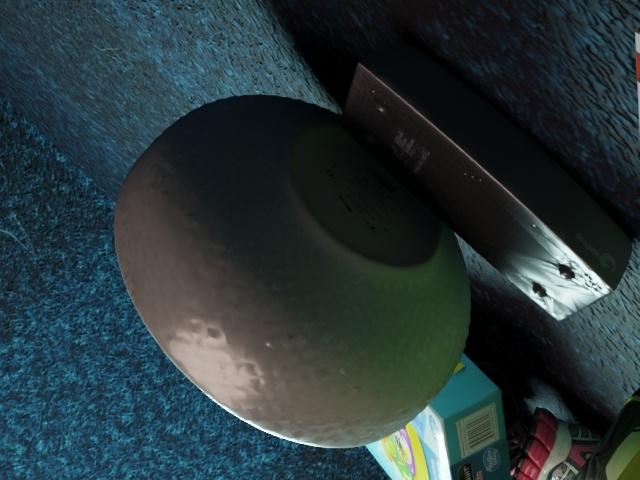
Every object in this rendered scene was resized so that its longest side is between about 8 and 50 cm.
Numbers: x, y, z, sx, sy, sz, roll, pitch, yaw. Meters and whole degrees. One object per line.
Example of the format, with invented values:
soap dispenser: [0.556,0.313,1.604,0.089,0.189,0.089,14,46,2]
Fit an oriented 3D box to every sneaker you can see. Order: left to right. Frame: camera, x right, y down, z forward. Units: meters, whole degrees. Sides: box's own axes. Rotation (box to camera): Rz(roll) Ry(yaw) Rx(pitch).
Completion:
sneaker: [0.218,0.247,1.601,0.295,0.104,0.147,51,171,-17]
sneaker: [0.293,0.289,1.502,0.112,0.120,0.299,17,166,15]
sneaker: [0.340,0.248,1.174,0.147,0.145,0.385,34,176,33]

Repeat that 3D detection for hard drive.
hard drive: [0.128,-0.046,1.009,0.255,0.054,0.172,42,168,5]

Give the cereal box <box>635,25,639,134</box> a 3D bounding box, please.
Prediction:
cereal box: [0.259,-0.020,0.701,0.173,0.047,0.240,35,166,30]

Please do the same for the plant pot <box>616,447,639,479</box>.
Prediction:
plant pot: [0.344,0.244,0.947,0.227,0.228,0.207,36,173,29]

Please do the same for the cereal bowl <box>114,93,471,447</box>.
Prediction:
cereal bowl: [0.000,0.000,1.101,0.339,0.339,0.141,43,128,0]

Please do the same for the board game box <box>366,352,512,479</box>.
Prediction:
board game box: [0.101,0.188,1.502,0.336,0.079,0.253,46,155,49]
